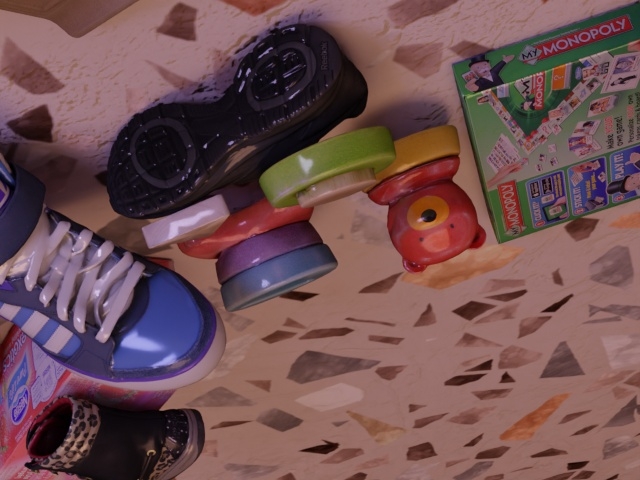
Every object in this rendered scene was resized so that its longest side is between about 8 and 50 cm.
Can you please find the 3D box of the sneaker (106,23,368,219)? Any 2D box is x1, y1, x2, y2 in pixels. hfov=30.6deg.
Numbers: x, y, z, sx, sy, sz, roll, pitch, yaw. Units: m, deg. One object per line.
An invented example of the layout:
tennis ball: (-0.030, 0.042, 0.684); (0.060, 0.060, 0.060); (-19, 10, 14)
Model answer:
sneaker: (-0.077, -0.091, 1.116); (0.286, 0.109, 0.130); (-25, 157, 23)

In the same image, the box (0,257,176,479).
box: (-0.282, 0.157, 1.379); (0.142, 0.154, 0.300); (7, 142, -32)

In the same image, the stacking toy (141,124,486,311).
stacking toy: (0.000, 0.000, 1.171); (0.309, 0.130, 0.279); (-24, 173, 19)

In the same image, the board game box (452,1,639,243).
board game box: (0.271, -0.117, 1.272); (0.214, 0.046, 0.317); (-17, 150, 6)

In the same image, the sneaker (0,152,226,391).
sneaker: (-0.256, 0.018, 1.065); (0.323, 0.130, 0.236); (22, 161, 20)

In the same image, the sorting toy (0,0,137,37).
sorting toy: (-0.211, -0.223, 0.802); (0.229, 0.041, 0.307); (12, 166, -34)

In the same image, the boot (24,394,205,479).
boot: (-0.264, 0.252, 1.315); (0.179, 0.085, 0.236); (19, 130, -42)
